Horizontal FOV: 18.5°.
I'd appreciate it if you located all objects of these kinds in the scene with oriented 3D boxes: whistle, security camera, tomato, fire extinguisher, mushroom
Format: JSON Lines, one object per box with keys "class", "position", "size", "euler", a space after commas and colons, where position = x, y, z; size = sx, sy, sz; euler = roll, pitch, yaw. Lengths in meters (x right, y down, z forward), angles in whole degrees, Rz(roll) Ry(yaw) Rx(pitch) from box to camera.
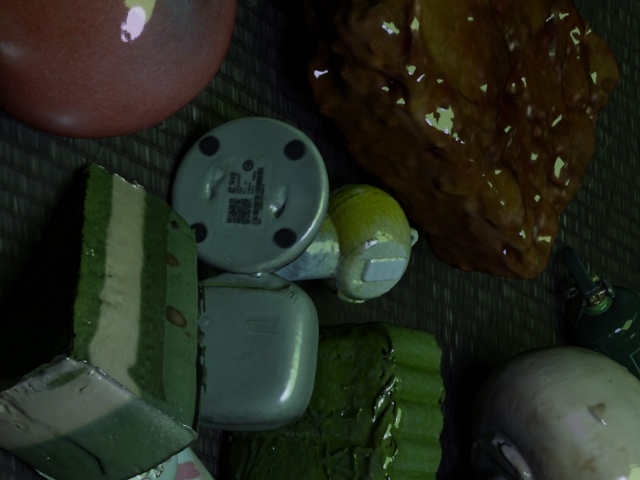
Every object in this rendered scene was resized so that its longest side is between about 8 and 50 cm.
{"class": "whistle", "position": [0.000, 0.000, 2.001], "size": [0.223, 0.123, 0.123], "euler": [-4, 94, -28]}
{"class": "security camera", "position": [-0.069, 0.032, 1.891], "size": [0.080, 0.157, 0.301], "euler": [33, 61, -72]}
{"class": "tomato", "position": [-0.192, -0.214, 1.695], "size": [0.256, 0.224, 0.256], "euler": [-9, 101, -59]}
{"class": "fire extinguisher", "position": [0.375, 0.143, 2.404], "size": [0.311, 0.095, 0.114], "euler": [56, 9, -34]}
{"class": "mushroom", "position": [0.239, 0.294, 2.156], "size": [0.336, 0.314, 0.314], "euler": [-34, 117, -18]}

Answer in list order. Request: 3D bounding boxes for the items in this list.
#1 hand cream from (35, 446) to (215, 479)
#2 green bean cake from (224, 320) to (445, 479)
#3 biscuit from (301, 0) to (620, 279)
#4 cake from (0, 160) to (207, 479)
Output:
{"class": "hand cream", "position": [-0.143, 0.259, 1.868], "size": [0.306, 0.093, 0.147], "euler": [51, 54, -23]}
{"class": "green bean cake", "position": [0.014, 0.181, 1.927], "size": [0.113, 0.214, 0.200], "euler": [18, 73, -49]}
{"class": "biscuit", "position": [0.145, -0.192, 2.069], "size": [0.395, 0.166, 0.342], "euler": [55, 48, -33]}
{"class": "cake", "position": [-0.214, 0.082, 1.777], "size": [0.158, 0.172, 0.283], "euler": [37, 31, -28]}
